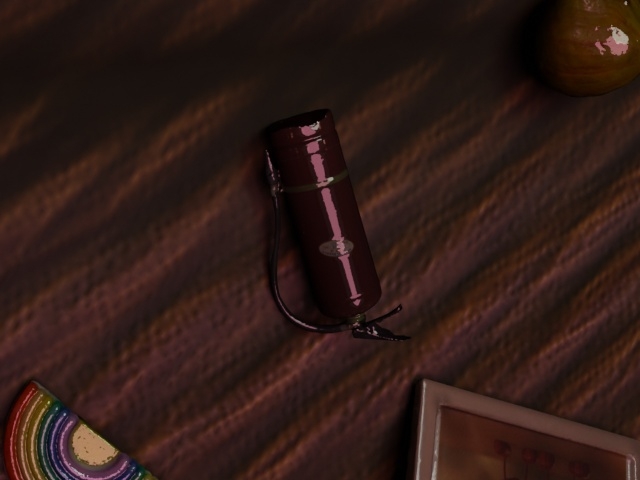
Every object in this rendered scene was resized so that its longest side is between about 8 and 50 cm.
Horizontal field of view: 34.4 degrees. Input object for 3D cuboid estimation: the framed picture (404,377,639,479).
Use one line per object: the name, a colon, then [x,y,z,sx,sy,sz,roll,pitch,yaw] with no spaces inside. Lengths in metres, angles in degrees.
framed picture: [0.138,0.258,0.699,0.211,0.020,0.290,19,65,-24]

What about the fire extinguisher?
fire extinguisher: [0.000,0.000,0.655,0.078,0.045,0.157,-15,104,6]

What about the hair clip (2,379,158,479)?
hair clip: [-0.120,0.164,0.622,0.188,0.033,0.060,45,78,-22]

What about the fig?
fig: [0.193,-0.134,0.696,0.084,0.098,0.082,-23,130,-41]
